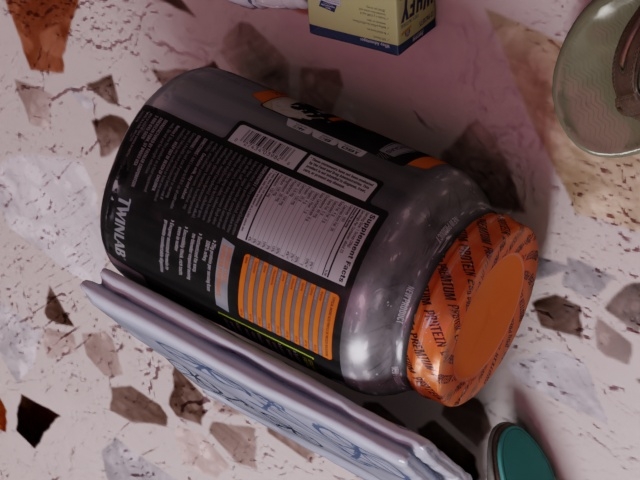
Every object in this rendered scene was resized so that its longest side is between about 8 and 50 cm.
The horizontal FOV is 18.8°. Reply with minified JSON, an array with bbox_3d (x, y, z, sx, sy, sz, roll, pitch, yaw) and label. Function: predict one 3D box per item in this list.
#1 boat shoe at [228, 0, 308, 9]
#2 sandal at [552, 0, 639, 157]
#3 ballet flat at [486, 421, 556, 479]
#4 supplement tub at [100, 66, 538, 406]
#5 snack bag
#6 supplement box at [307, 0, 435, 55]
[{"bbox_3d":[-0.043,-0.290,1.448,0.084,0.095,0.258,11,136,29],"label":"boat shoe"},{"bbox_3d":[0.251,-0.132,1.300,0.120,0.086,0.303,55,146,-5],"label":"sandal"},{"bbox_3d":[0.182,0.252,1.651,0.068,0.072,0.213,-16,108,49],"label":"ballet flat"},{"bbox_3d":[0.000,0.000,1.531,0.316,0.193,0.193,25,132,24],"label":"supplement tub"},{"bbox_3d":[-0.013,0.145,1.639,0.323,0.037,0.342,25,169,22],"label":"snack bag"},{"bbox_3d":[0.038,-0.196,1.461,0.083,0.056,0.083,18,129,29],"label":"supplement box"}]
